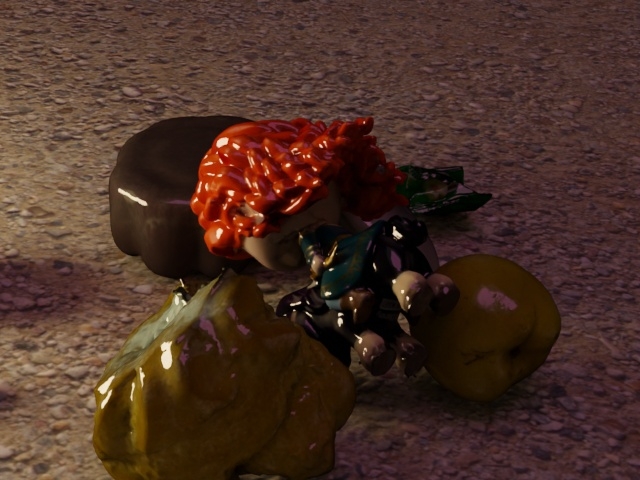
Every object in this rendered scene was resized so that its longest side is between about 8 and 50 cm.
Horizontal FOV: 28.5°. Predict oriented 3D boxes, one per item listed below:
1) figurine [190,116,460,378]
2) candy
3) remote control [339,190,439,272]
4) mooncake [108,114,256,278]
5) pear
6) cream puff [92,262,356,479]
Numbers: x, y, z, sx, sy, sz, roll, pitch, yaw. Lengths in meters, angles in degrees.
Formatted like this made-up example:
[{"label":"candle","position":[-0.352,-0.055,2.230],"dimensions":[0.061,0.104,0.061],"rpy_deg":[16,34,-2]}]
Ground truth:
[{"label":"figurine","position":[0.002,0.012,1.655],"dimensions":[0.241,0.306,0.411],"rpy_deg":[-11,68,-39]},{"label":"candy","position":[0.185,-0.083,2.080],"dimensions":[0.141,0.078,0.203],"rpy_deg":[9,19,-13]},{"label":"remote control","position":[0.068,-0.048,1.900],"dimensions":[0.221,0.103,0.332],"rpy_deg":[26,22,-47]},{"label":"mooncake","position":[-0.184,-0.070,1.943],"dimensions":[0.306,0.154,0.306],"rpy_deg":[4,31,-2]},{"label":"pear","position":[0.214,0.110,1.669],"dimensions":[0.200,0.200,0.200],"rpy_deg":[3,32,-2]},{"label":"cream puff","position":[-0.117,0.197,1.456],"dimensions":[0.274,0.270,0.323],"rpy_deg":[-45,8,-13]}]
